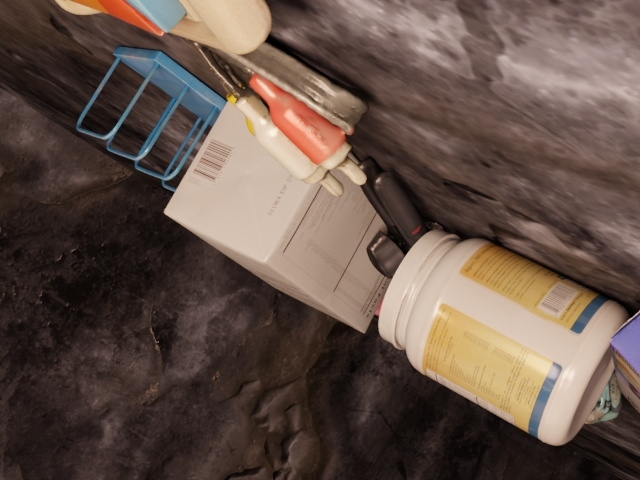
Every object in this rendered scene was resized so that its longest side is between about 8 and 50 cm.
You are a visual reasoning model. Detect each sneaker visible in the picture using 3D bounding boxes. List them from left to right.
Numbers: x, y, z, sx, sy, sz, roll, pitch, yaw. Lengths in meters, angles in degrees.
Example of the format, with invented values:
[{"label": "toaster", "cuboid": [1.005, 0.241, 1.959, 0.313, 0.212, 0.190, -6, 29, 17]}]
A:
[{"label": "sneaker", "cuboid": [0.311, 0.165, 1.212, 0.122, 0.110, 0.283, 8, 166, 25]}]

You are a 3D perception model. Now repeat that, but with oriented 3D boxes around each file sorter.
[{"label": "file sorter", "cuboid": [-0.155, -0.114, 1.048, 0.170, 0.104, 0.118, 34, 173, -34]}]

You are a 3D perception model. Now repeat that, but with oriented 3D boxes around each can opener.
[{"label": "can opener", "cuboid": [0.077, -0.019, 0.952, 0.059, 0.073, 0.186, 31, 164, 28]}]

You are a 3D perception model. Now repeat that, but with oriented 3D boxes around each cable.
[{"label": "cable", "cuboid": [-0.077, -0.130, 0.711, 0.287, 0.072, 0.139, 33, 175, -18]}]

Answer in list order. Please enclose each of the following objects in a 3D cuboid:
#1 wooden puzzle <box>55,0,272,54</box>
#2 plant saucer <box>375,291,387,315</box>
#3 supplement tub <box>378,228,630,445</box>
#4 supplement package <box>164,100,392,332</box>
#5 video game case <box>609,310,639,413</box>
[{"label": "wooden puzzle", "cuboid": [-0.159, -0.197, 0.563, 0.239, 0.044, 0.221, 22, 159, 48]}, {"label": "plant saucer", "cuboid": [0.000, 0.000, 1.311, 0.332, 0.084, 0.332, 30, 173, 4]}, {"label": "supplement tub", "cuboid": [0.170, 0.085, 0.921, 0.200, 0.144, 0.144, 28, 173, 25]}, {"label": "supplement package", "cuboid": [-0.019, -0.018, 1.008, 0.134, 0.139, 0.244, 25, 171, 31]}, {"label": "video game case", "cuboid": [0.364, 0.190, 0.839, 0.269, 0.061, 0.244, 51, -177, 25]}]
